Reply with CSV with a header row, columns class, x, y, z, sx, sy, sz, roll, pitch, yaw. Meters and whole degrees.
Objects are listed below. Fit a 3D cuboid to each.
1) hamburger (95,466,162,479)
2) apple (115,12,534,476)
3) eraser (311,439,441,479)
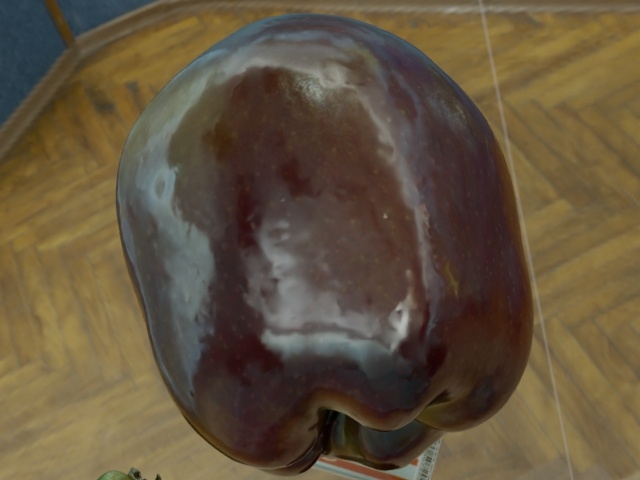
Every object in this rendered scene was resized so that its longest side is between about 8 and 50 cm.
class,x,y,z,sx,sy,sz,roll,pitch,yaw
hamburger,-0.205,0.326,0.990,0.149,0.237,0.237,-7,34,-34
apple,0.000,0.000,0.766,0.288,0.288,0.317,-16,63,5
eraser,0.045,0.085,0.934,0.157,0.038,0.230,9,74,34
